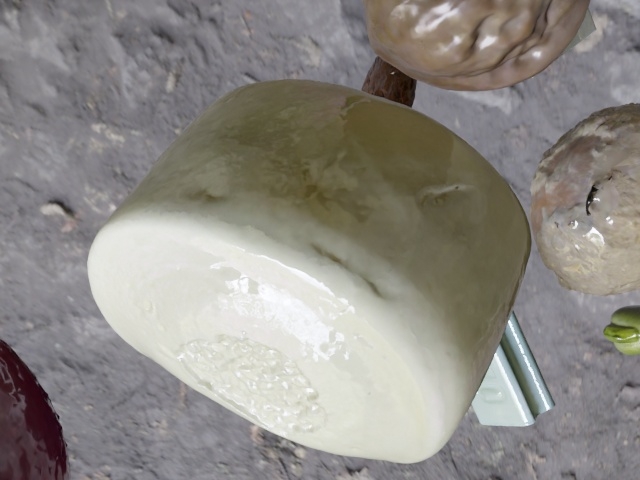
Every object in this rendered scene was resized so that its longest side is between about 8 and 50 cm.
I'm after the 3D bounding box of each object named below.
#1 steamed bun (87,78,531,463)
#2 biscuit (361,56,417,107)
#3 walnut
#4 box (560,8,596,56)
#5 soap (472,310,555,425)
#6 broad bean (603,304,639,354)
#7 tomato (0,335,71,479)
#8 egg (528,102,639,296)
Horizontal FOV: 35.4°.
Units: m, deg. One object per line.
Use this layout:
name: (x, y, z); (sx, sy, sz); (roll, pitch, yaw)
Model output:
steamed bun: (0.000, 0.000, 1.140); (0.456, 0.290, 0.371); (21, 51, 12)
biscuit: (0.095, -0.216, 1.529); (0.049, 0.192, 0.192); (13, 67, -18)
walnut: (0.169, -0.285, 1.102); (0.273, 0.227, 0.273); (-35, 27, 21)
box: (0.313, -0.295, 1.371); (0.167, 0.090, 0.024); (-37, 19, -34)
soap: (0.244, 0.164, 1.443); (0.066, 0.119, 0.198); (-27, 95, -31)
broad bean: (0.556, 0.138, 1.648); (0.174, 0.124, 0.082); (-18, 89, 28)
tomato: (-0.255, 0.101, 0.484); (0.289, 0.176, 0.335); (45, 127, -7)
egg: (0.451, -0.056, 1.532); (0.279, 0.279, 0.310); (44, 124, 25)
